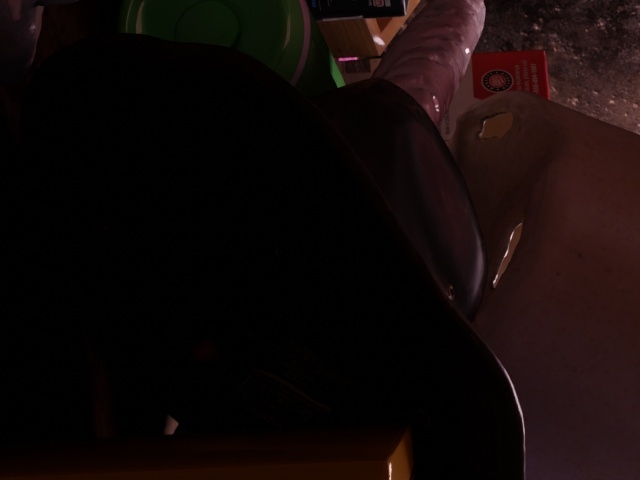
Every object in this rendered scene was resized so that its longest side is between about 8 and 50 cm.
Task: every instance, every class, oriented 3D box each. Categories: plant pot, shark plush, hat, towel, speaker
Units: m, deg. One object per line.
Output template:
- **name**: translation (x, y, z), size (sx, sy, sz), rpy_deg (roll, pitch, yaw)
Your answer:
- **plant pot**: translation (0.200, 0.062, 1.192), size (0.334, 0.305, 0.333), rpy_deg (-49, -154, 34)
- **shark plush**: translation (-0.146, -0.101, 0.778), size (0.161, 0.073, 0.067), rpy_deg (-72, -173, -85)
- **hat**: translation (0.005, 0.009, 0.905), size (0.134, 0.331, 0.331), rpy_deg (-43, 141, -30)
- **towel**: translation (0.000, 0.000, 1.178), size (0.317, 0.053, 0.332), rpy_deg (-59, -178, 23)
- **speaker**: translation (-0.053, -0.108, 1.244), size (0.296, 0.131, 0.131), rpy_deg (48, 38, -79)

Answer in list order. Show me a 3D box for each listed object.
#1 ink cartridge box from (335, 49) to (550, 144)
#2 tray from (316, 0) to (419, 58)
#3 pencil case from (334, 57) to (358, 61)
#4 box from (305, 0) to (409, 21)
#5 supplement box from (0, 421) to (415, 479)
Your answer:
- **ink cartridge box**: translation (0.050, -0.049, 1.470), size (0.197, 0.273, 0.114), rpy_deg (-87, 173, -48)
- **tray**: translation (-0.010, -0.365, 1.380), size (0.203, 0.076, 0.411), rpy_deg (-55, 133, -41)
- **pencil case**: translation (-0.011, -0.184, 1.807), size (0.098, 0.095, 0.209), rpy_deg (-60, 180, 8)
- **box**: translation (-0.033, -0.259, 1.294), size (0.051, 0.175, 0.220), rpy_deg (-79, 163, -53)
- **supplement box**: translation (-0.052, 0.184, 0.770), size (0.129, 0.191, 0.194), rpy_deg (-8, 94, -84)
